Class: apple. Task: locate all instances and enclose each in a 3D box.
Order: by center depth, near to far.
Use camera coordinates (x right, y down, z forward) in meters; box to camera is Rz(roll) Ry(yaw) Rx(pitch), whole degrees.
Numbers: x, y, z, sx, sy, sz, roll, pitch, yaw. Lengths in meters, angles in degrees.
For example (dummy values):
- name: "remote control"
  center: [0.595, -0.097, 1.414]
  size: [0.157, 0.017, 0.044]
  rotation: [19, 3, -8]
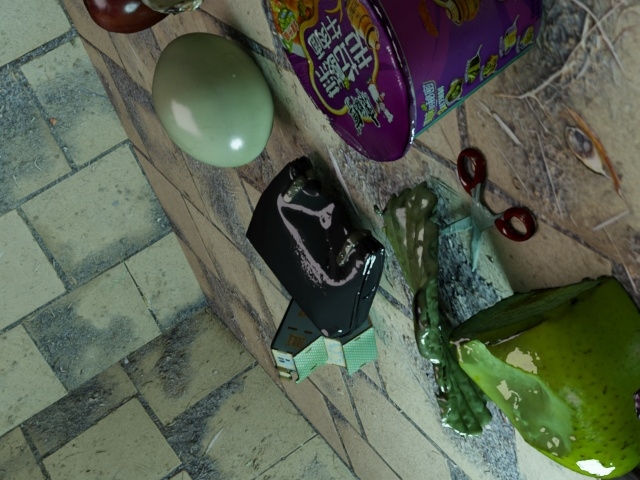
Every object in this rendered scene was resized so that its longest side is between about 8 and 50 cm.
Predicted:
- name: "apple"
  center: [-0.375, -0.520, 1.576]
  size: [0.234, 0.234, 0.234]
  rotation: [50, 162, 23]

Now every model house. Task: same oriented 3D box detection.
- name: "model house"
  center: [0.031, 0.210, 1.842]
  size: [0.206, 0.271, 0.178]
  rotation: [9, 140, 19]

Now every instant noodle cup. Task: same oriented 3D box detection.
- name: "instant noodle cup"
  center: [0.090, -0.233, 0.831]
  size: [0.251, 0.190, 0.251]
  rotation: [51, 162, 23]

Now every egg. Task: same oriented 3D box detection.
- name: "egg"
  center: [-0.205, -0.267, 1.560]
  size: [0.269, 0.219, 0.219]
  rotation: [61, 164, 3]

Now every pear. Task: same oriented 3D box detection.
- name: "pear"
  center: [0.307, 0.187, 1.048]
  size: [0.292, 0.159, 0.292]
  rotation: [48, 162, 21]

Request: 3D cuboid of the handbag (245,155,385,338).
- name: "handbag"
  center: [0.000, 0.000, 1.615]
  size: [0.342, 0.152, 0.288]
  rotation: [49, 151, 14]

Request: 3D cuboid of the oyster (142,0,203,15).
- name: "oyster"
  center: [-0.278, -0.505, 1.430]
  size: [0.294, 0.094, 0.166]
  rotation: [44, 126, 1]

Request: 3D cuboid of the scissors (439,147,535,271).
- name: "scissors"
  center: [0.220, -0.027, 1.146]
  size: [0.144, 0.017, 0.247]
  rotation: [54, 165, 14]

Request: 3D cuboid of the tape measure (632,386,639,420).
- name: "tape measure"
  center: [0.384, 0.147, 0.822]
  size: [0.074, 0.118, 0.125]
  rotation: [56, 146, 9]

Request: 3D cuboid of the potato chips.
- name: "potato chips"
  center: [0.178, 0.097, 1.271]
  size: [0.373, 0.097, 0.389]
  rotation: [-103, -7, -51]

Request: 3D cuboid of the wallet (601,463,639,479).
- name: "wallet"
  center: [0.471, 0.395, 1.148]
  size: [0.229, 0.049, 0.182]
  rotation: [64, 166, -15]

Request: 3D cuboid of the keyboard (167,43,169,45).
- name: "keyboard"
  center: [-0.307, -0.377, 1.989]
  size: [0.230, 0.025, 0.093]
  rotation: [54, 166, 11]
